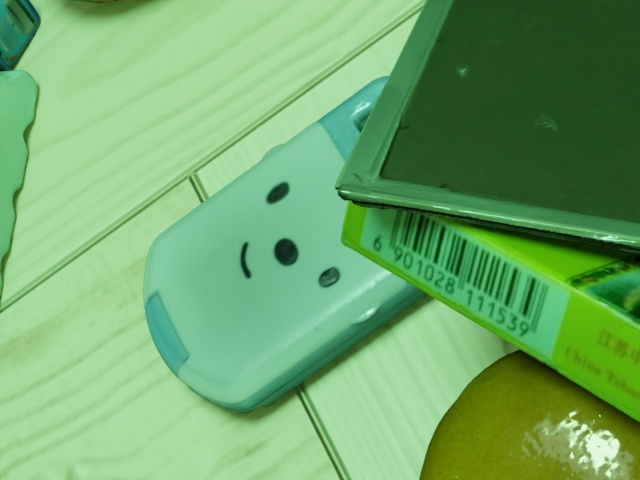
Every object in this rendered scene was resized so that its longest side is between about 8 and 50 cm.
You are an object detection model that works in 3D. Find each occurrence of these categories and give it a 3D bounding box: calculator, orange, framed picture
[{"bbox_3d":[0.000,0.000,1.023,0.210,0.039,0.121,-35,59,10],"label":"calculator"},{"bbox_3d":[0.120,0.120,0.859,0.156,0.124,0.156,-2,86,25],"label":"orange"},{"bbox_3d":[0.132,-0.070,0.888,0.197,0.014,0.252,10,37,12],"label":"framed picture"}]

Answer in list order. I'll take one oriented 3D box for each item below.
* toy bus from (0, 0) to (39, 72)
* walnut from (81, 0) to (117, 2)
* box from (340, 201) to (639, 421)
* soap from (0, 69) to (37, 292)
[{"bbox_3d":[-0.245,-0.149,1.212,0.153,0.051,0.061,25,70,34],"label":"toy bus"},{"bbox_3d":[-0.125,-0.192,1.135,0.124,0.105,0.105,-24,60,17],"label":"walnut"},{"bbox_3d":[0.190,0.038,0.826,0.335,0.187,0.047,32,121,34],"label":"box"},{"bbox_3d":[-0.313,-0.033,1.173,0.265,0.087,0.159,-2,68,27],"label":"soap"}]
